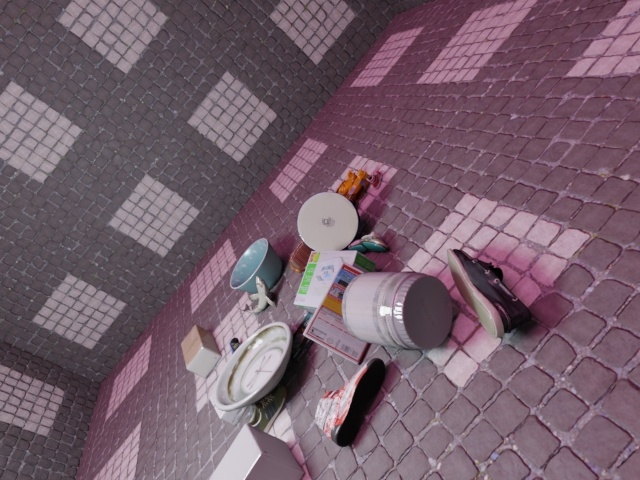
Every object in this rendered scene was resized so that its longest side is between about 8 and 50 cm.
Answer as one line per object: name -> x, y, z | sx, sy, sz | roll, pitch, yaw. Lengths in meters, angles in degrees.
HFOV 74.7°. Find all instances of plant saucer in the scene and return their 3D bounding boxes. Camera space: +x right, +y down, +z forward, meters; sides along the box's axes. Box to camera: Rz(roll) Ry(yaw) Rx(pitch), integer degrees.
plant saucer -> -0.239, 0.502, 1.639 | 0.401, 0.100, 0.400 | -37, 21, 16

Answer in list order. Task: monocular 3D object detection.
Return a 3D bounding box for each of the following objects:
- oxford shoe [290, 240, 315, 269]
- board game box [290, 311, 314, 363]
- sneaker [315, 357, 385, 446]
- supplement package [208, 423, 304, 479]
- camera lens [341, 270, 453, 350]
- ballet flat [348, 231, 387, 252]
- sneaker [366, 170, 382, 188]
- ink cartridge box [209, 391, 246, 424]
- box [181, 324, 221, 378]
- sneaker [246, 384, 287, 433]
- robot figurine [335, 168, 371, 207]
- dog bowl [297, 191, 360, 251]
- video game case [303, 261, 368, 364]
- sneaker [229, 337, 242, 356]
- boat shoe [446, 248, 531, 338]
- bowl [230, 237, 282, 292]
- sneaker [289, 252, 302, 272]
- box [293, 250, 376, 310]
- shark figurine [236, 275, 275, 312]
oxford shoe -> 0.000, 0.000, 1.942 | 0.348, 0.123, 0.130 | -44, 5, 10
board game box -> -0.066, 0.385, 1.673 | 0.186, 0.026, 0.126 | -55, 26, -6
sneaker -> 0.080, 0.459, 1.262 | 0.145, 0.090, 0.270 | 8, 66, 58
supplement package -> -0.221, 0.758, 1.279 | 0.292, 0.175, 0.177 | -56, 24, -8
camera lens -> 0.212, 0.200, 1.225 | 0.274, 0.219, 0.219 | -7, 51, 56
ballet flat -> 0.194, 0.007, 1.679 | 0.222, 0.077, 0.079 | -14, 41, 58
sneaker -> 0.253, -0.302, 1.976 | 0.042, 0.067, 0.118 | -32, 32, 36
ink cartridge box -> -0.378, 0.662, 1.772 | 0.139, 0.082, 0.191 | -57, 25, -10
box -> -0.647, 0.591, 2.260 | 0.148, 0.121, 0.311 | -54, 25, -6
sneaker -> -0.199, 0.611, 1.533 | 0.064, 0.086, 0.192 | -3, 53, 58
robot figurine -> 0.122, -0.212, 2.059 | 0.291, 0.085, 0.211 | -57, 25, -10
dog bowl -> 0.038, -0.075, 1.803 | 0.265, 0.265, 0.104 | -50, -7, 6
video game case -> 0.098, 0.239, 1.410 | 0.285, 0.204, 0.025 | -60, -7, -16
sneaker -> -0.387, 0.520, 2.006 | 0.078, 0.067, 0.188 | -33, 22, -8
boat shoe -> 0.434, 0.114, 1.104 | 0.113, 0.127, 0.340 | -18, 24, 4
bowl -> -0.320, 0.160, 2.224 | 0.312, 0.163, 0.311 | -39, 28, 26
sneaker -> -0.115, 0.123, 2.070 | 0.175, 0.064, 0.067 | -114, 44, -67
box -> 0.054, 0.167, 1.588 | 0.262, 0.127, 0.231 | -1, 63, 50
shark figurine -> -0.294, 0.300, 2.116 | 0.278, 0.166, 0.116 | -55, -7, 37
